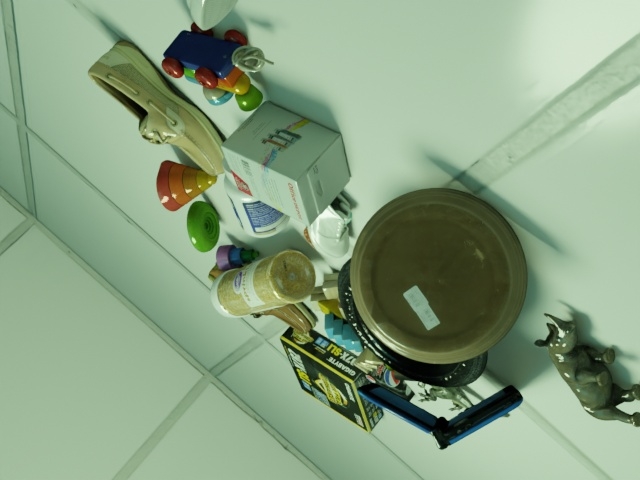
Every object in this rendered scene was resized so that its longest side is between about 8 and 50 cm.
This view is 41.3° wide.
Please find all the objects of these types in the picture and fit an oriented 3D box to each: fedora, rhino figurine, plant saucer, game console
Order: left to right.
[{"bbox_3d":[0.000,0.000,1.797,0.083,0.013,0.083,35,157,17],"label":"plant saucer"},{"bbox_3d":[0.188,0.107,1.502,0.334,0.152,0.334,30,148,22],"label":"fedora"},{"bbox_3d":[0.178,0.057,1.313,0.278,0.278,0.041,38,-167,9],"label":"plant saucer"},{"bbox_3d":[0.232,0.291,1.629,0.173,0.250,0.293,59,-175,11],"label":"game console"},{"bbox_3d":[0.437,0.211,1.408,0.243,0.073,0.106,50,153,-16],"label":"rhino figurine"}]

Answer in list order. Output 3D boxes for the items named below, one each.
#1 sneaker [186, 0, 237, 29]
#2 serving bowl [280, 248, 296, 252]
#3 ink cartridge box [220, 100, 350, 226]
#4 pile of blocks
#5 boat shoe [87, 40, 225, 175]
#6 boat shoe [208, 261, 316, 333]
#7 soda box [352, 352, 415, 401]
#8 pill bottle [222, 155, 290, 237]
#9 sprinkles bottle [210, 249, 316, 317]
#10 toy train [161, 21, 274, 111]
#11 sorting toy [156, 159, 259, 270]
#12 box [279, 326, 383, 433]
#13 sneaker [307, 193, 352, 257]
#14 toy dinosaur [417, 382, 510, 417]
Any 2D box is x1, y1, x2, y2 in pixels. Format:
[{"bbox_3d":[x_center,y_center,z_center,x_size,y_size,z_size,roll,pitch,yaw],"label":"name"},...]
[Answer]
[{"bbox_3d":[-0.178,-0.440,1.172,0.169,0.108,0.292,39,148,10],"label":"sneaker"},{"bbox_3d":[-0.055,0.048,1.954,0.083,0.027,0.083,34,156,18],"label":"serving bowl"},{"bbox_3d":[-0.057,-0.135,1.490,0.176,0.127,0.128,29,154,28],"label":"ink cartridge box"},{"bbox_3d":[0.094,0.177,1.796,0.362,0.149,0.112,25,153,35],"label":"pile of blocks"},{"bbox_3d":[-0.328,-0.247,1.742,0.341,0.110,0.122,46,157,-10],"label":"boat shoe"},{"bbox_3d":[-0.156,0.157,2.214,0.307,0.104,0.110,37,157,9],"label":"boat shoe"},{"bbox_3d":[0.159,0.348,2.128,0.169,0.053,0.060,49,156,-19],"label":"soda box"},{"bbox_3d":[-0.131,-0.102,1.692,0.112,0.112,0.186,28,155,28],"label":"pill bottle"},{"bbox_3d":[-0.140,0.106,1.982,0.121,0.121,0.355,47,152,-13],"label":"sprinkles bottle"},{"bbox_3d":[-0.140,-0.270,1.426,0.248,0.105,0.143,23,162,37],"label":"toy train"},{"bbox_3d":[-0.248,-0.056,2.024,0.126,0.127,0.365,-7,138,23],"label":"sorting toy"},{"bbox_3d":[0.034,0.382,2.364,0.257,0.079,0.322,30,155,29],"label":"box"},{"bbox_3d":[0.026,-0.040,1.614,0.094,0.080,0.212,9,142,34],"label":"sneaker"},{"bbox_3d":[0.287,0.344,1.913,0.268,0.064,0.118,34,150,9],"label":"toy dinosaur"}]
